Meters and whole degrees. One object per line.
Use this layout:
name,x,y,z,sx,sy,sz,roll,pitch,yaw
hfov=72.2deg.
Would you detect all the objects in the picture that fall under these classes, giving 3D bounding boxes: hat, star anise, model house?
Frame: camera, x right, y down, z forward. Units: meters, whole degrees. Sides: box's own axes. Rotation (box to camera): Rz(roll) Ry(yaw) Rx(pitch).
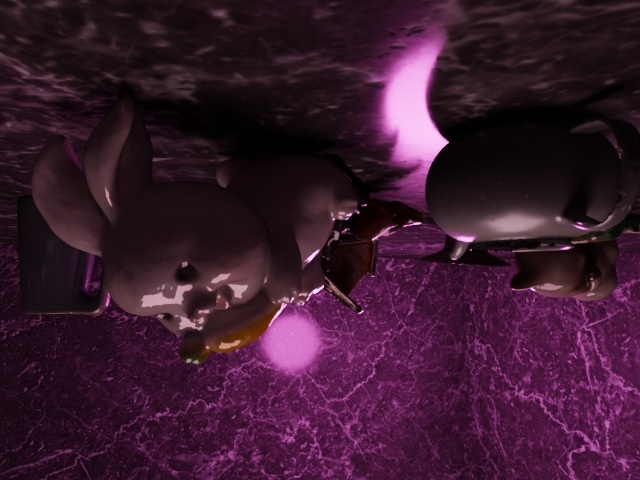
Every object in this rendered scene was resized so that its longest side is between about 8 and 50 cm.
hat,0.422,0.012,1.282,0.252,0.109,0.252,3,-178,0
star anise,0.040,-0.046,0.779,0.288,0.088,0.288,-1,-173,0
model house,0.001,0.001,0.926,0.207,0.154,0.294,45,172,-37

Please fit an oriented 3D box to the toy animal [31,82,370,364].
toy animal,-0.105,-0.011,0.470,0.310,0.247,0.183,-15,170,-43

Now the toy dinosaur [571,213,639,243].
toy dinosaur,0.597,-0.039,0.842,0.301,0.087,0.447,-3,179,18

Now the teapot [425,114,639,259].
teapot,0.214,-0.049,0.478,0.193,0.129,0.294,1,176,-11

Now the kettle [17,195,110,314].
kettle,-0.536,0.036,0.941,0.211,0.243,0.160,-1,175,3

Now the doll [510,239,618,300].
doll,0.706,0.061,1.250,0.226,0.214,0.370,18,-169,43

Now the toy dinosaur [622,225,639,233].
toy dinosaur,0.778,-0.038,1.127,0.162,0.039,0.126,-2,-172,-35
